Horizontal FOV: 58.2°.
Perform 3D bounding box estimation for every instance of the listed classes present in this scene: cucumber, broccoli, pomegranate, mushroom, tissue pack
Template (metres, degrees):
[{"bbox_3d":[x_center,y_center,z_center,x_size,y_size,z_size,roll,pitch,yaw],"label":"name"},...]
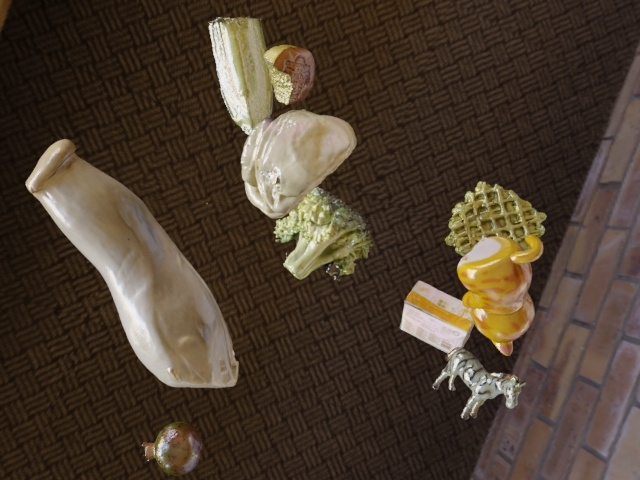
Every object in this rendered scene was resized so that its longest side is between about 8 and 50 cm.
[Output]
[{"bbox_3d":[-0.220,-0.469,1.643,0.145,0.105,0.326,-28,114,-42],"label":"cucumber"},{"bbox_3d":[0.006,0.004,1.823,0.293,0.348,0.281,45,80,-9],"label":"broccoli"},{"bbox_3d":[-0.341,0.494,1.352,0.130,0.130,0.130,-1,94,-11],"label":"pomegranate"},{"bbox_3d":[-0.211,0.041,0.677,0.109,0.097,0.351,-37,99,-36],"label":"mushroom"},{"bbox_3d":[0.398,0.264,1.939,0.225,0.185,0.124,26,55,19],"label":"tissue pack"}]

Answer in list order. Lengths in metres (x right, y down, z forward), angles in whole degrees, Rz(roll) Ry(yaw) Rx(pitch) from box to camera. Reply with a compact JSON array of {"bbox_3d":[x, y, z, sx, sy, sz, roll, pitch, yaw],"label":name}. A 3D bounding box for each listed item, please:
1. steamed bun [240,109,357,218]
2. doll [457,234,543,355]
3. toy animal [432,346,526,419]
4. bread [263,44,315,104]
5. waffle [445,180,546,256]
[{"bbox_3d":[-0.075,-0.201,1.391,0.206,0.275,0.320,43,114,-4],"label":"steamed bun"},{"bbox_3d":[0.417,0.115,1.342,0.166,0.162,0.270,-38,133,-25],"label":"doll"},{"bbox_3d":[0.419,0.397,1.533,0.089,0.255,0.170,9,99,-43],"label":"toy animal"},{"bbox_3d":[-0.074,-0.438,1.486,0.125,0.086,0.156,-45,140,-21],"label":"bread"},{"bbox_3d":[0.595,-0.040,1.948,0.317,0.073,0.297,32,83,11],"label":"waffle"}]
